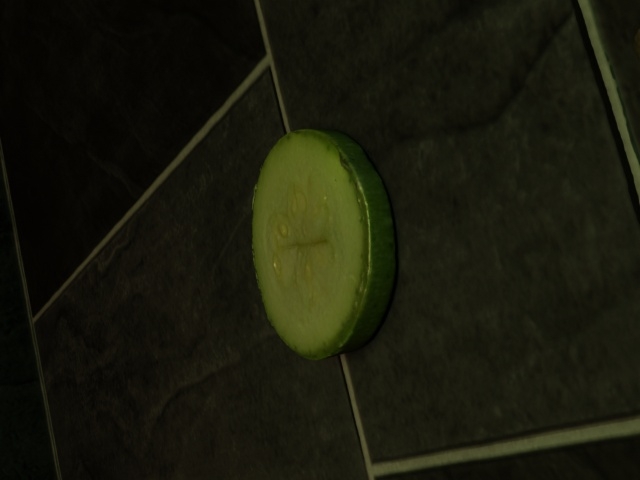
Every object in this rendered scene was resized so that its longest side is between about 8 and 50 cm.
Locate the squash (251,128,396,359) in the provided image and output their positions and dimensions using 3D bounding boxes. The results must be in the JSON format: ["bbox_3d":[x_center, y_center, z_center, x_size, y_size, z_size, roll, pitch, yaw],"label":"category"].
[{"bbox_3d":[-0.005,0.001,0.934,0.219,0.041,0.219,21,115,57],"label":"squash"}]

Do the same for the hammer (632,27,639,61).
[{"bbox_3d":[0.248,0.033,0.496,0.111,0.044,0.365,-56,46,52],"label":"hammer"}]
